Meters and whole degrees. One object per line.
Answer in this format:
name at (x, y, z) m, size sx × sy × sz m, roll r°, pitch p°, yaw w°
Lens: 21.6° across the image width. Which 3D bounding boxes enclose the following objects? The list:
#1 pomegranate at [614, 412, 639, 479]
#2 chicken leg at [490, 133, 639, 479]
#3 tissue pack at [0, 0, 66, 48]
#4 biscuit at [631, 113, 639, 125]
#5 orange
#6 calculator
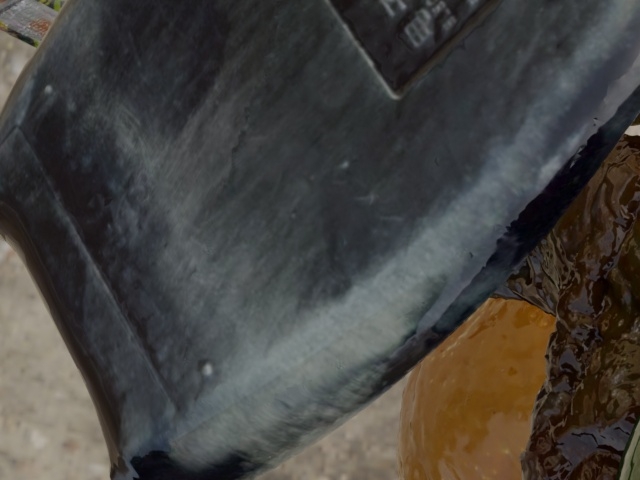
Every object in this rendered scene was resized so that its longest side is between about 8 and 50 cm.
pomegranate at (0.195, 0.143, 0.487) m, size 0.236 × 0.302 × 0.236 m, roll 4°, pitch 137°, yaw 3°
chicken leg at (0.131, 0.040, 0.789) m, size 0.083 × 0.322 × 0.177 m, roll 24°, pitch 114°, yaw -31°
tissue pack at (-0.240, -0.232, 1.362) m, size 0.060 × 0.148 × 0.108 m, roll -28°, pitch 158°, yaw 20°
biscuit at (0.171, -0.130, 0.878) m, size 0.320 × 0.183 × 0.047 m, roll 20°, pitch 147°, yaw 42°
orange at (0.210, 0.154, 1.191) m, size 0.340 × 0.293 × 0.340 m, roll 28°, pitch 137°, yaw 30°
calculator at (-0.008, -0.043, 0.505) m, size 0.268 × 0.177 × 0.040 m, roll -45°, pitch 153°, yaw 24°
